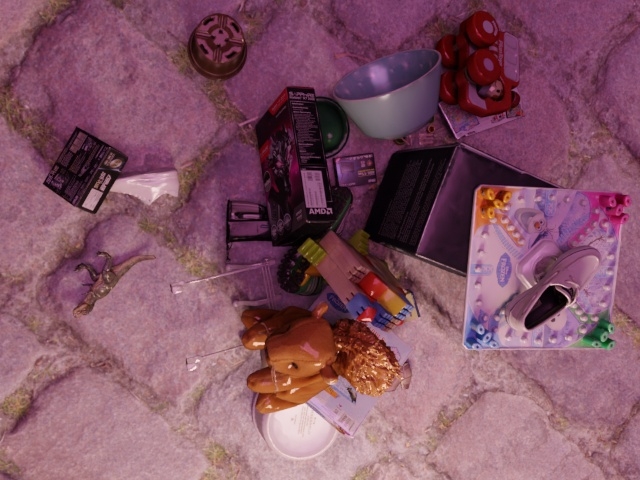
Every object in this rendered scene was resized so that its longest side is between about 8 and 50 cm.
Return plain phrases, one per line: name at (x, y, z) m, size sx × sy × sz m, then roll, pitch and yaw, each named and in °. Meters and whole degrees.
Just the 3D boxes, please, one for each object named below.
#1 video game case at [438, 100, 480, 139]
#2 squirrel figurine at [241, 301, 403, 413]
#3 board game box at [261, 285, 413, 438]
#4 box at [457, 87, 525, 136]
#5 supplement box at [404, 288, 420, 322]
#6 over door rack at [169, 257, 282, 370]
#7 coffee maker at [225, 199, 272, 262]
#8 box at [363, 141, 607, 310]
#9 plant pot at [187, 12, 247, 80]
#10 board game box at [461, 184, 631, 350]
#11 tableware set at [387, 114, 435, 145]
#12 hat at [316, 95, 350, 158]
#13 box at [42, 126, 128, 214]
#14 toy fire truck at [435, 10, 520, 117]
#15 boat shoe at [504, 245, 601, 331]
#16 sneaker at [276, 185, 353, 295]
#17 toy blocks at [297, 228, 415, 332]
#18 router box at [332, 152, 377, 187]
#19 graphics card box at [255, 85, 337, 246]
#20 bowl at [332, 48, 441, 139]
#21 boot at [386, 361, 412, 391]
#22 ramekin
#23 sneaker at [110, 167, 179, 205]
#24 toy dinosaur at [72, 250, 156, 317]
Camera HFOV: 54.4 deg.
video game case at (0.414, -0.376, 1.859) m, size 0.087 × 0.011 × 0.122 m, roll -32°, pitch 101°, yaw -7°
squirrel figurine at (0.003, 0.267, 1.555) m, size 0.396 × 0.370 × 0.281 m, roll 0°, pitch 71°, yaw -13°
board game box at (0.052, 0.336, 1.782) m, size 0.318 × 0.066 × 0.318 m, roll 40°, pitch 67°, yaw 2°
box at (0.514, -0.401, 1.901) m, size 0.206 × 0.036 × 0.114 m, roll -20°, pitch 99°, yaw -9°
supplement box at (0.248, 0.204, 1.900) m, size 0.083 × 0.056 × 0.083 m, roll -19°, pitch 99°, yaw -9°
over door rack at (-0.261, 0.195, 1.756) m, size 0.324 × 0.108 × 0.240 m, roll -15°, pitch 99°, yaw -31°
coffee maker at (-0.179, -0.033, 1.772) m, size 0.178 × 0.120 × 0.171 m, roll 1°, pitch 118°, yaw -10°
box at (0.432, -0.040, 1.699) m, size 0.479 × 0.472 × 0.298 m, roll 21°, pitch 93°, yaw -13°
plant pot at (-0.271, -0.525, 1.665) m, size 0.166 × 0.165 × 0.167 m, roll -1°, pitch 96°, yaw -12°
board game box at (0.537, 0.072, 1.468) m, size 0.389 × 0.050 × 0.390 m, roll 2°, pitch 97°, yaw -11°
tableware set at (0.273, -0.337, 1.866) m, size 0.154 × 0.024 × 0.104 m, roll -4°, pitch 96°, yaw -11°
hat at (0.021, -0.308, 1.736) m, size 0.172 × 0.183 × 0.209 m, roll -14°, pitch 98°, yaw -10°
box at (-0.618, -0.183, 1.638) m, size 0.147 × 0.077 × 0.180 m, roll 29°, pitch 89°, yaw 26°
toy fire truck at (0.483, -0.495, 1.801) m, size 0.253 × 0.169 × 0.302 m, roll 13°, pitch 70°, yaw -27°
boat shoe at (0.537, 0.111, 1.401) m, size 0.267 × 0.088 × 0.096 m, roll -34°, pitch 102°, yaw -5°
sneaker at (0.000, 0.000, 1.806) m, size 0.146 × 0.134 × 0.344 m, roll 26°, pitch 92°, yaw -51°
toy blocks at (0.135, 0.131, 1.678) m, size 0.191 × 0.261 × 0.381 m, roll -46°, pitch 145°, yaw 11°
router box at (0.102, -0.206, 1.837) m, size 0.122 × 0.038 × 0.092 m, roll -10°, pitch 98°, yaw -10°
graphics card box at (-0.072, -0.188, 1.643) m, size 0.094 × 0.233 × 0.371 m, roll -3°, pitch 75°, yaw -28°
bowl at (0.203, -0.391, 1.731) m, size 0.311 × 0.311 × 0.163 m, roll -27°, pitch 120°, yaw -8°
boot at (0.226, 0.421, 1.930) m, size 0.118 × 0.042 × 0.087 m, roll -5°, pitch 90°, yaw -12°
ramekin at (-0.062, 0.517, 1.833) m, size 0.272 × 0.127 × 0.273 m, roll -1°, pitch 95°, yaw -11°
sneaker at (-0.495, -0.140, 1.710) m, size 0.212 × 0.080 × 0.094 m, roll -8°, pitch 109°, yaw -12°
toy dinosaur at (-0.597, 0.092, 1.717) m, size 0.268 × 0.064 × 0.118 m, roll -41°, pitch 116°, yaw -5°
